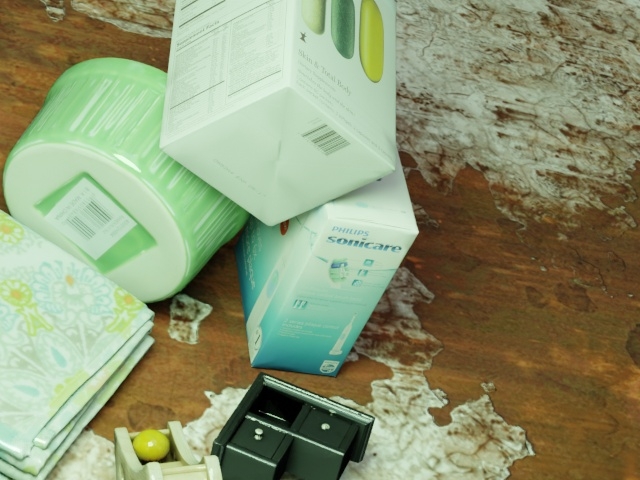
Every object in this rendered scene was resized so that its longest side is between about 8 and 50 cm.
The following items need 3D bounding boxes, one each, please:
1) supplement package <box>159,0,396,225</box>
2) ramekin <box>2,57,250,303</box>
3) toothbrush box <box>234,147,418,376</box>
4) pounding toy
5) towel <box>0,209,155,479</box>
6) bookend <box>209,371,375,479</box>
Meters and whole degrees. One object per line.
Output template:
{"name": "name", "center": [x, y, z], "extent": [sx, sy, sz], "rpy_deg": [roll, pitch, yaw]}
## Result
{"name": "supplement package", "center": [-0.044, -0.199, 1.858], "extent": [0.199, 0.198, 0.263], "rpy_deg": [36, 44, -39]}
{"name": "ramekin", "center": [-0.249, -0.063, 1.966], "extent": [0.303, 0.303, 0.148], "rpy_deg": [30, 49, 3]}
{"name": "toothbrush box", "center": [0.000, 0.000, 2.028], "extent": [0.126, 0.295, 0.216], "rpy_deg": [9, 46, -21]}
{"name": "pounding toy", "center": [-0.194, 0.289, 1.700], "extent": [0.155, 0.154, 0.269], "rpy_deg": [-4, 27, -18]}
{"name": "towel", "center": [-0.415, 0.103, 1.866], "extent": [0.374, 0.090, 0.320], "rpy_deg": [32, 39, 4]}
{"name": "bookend", "center": [-0.037, 0.253, 1.889], "extent": [0.156, 0.072, 0.157], "rpy_deg": [21, 34, 10]}
